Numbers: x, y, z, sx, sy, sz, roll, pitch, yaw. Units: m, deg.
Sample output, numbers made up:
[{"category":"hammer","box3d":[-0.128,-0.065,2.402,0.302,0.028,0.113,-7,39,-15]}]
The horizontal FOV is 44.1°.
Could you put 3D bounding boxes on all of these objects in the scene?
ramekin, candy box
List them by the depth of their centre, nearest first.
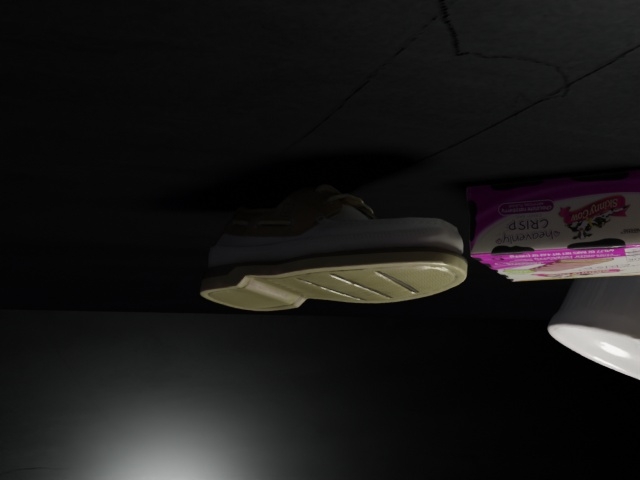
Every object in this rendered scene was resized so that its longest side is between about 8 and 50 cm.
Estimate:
[{"category":"candy box","box3d":[0.250,-0.006,0.796,0.159,0.071,0.233,-5,171,23]},{"category":"ramekin","box3d":[0.472,0.112,1.097,0.277,0.135,0.277,22,170,4]}]

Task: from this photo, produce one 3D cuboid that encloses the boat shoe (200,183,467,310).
[{"category":"boat shoe","box3d":[0.000,0.000,0.730,0.302,0.103,0.113,-7,156,42]}]
